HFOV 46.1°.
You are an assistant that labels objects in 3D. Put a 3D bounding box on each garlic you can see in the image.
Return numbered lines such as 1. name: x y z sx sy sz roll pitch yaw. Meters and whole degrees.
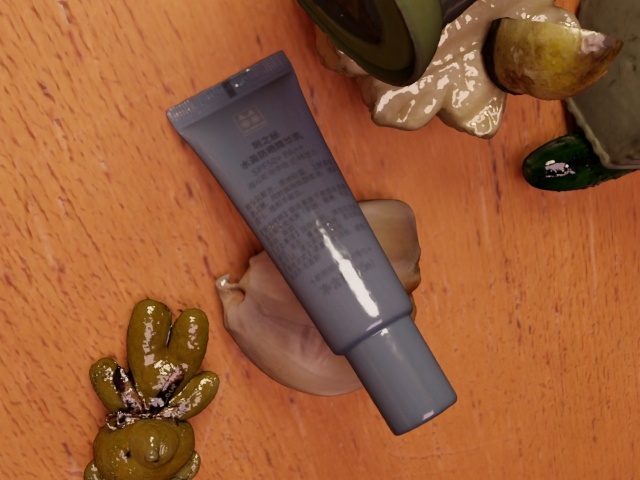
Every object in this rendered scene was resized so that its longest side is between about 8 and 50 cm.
1. garlic: 0.010 0.073 0.816 0.227 0.110 0.217 -12 114 -16

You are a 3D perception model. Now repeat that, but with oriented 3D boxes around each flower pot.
1. flower pot: 0.402 -0.192 0.806 0.189 0.209 0.239 -4 114 -17

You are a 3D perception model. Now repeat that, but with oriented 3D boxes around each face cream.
1. face cream: 0.000 0.000 0.718 0.135 0.086 0.385 -29 78 -8

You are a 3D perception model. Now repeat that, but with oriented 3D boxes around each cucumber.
1. cucumber: 0.342 -0.103 0.899 0.227 0.069 0.069 -15 112 -19

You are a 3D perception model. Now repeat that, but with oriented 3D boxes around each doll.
1. doll: -0.175 0.169 0.790 0.137 0.097 0.210 7 100 -15

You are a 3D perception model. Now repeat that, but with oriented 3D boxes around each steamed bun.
1. steamed bun: 0.107 -0.254 0.729 0.295 0.137 0.292 8 105 -15

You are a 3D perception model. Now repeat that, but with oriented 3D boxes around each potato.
1. potato: 0.206 -0.156 0.661 0.096 0.103 0.067 9 103 -16

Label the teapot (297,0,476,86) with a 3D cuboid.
1. teapot: 0.103 -0.317 0.557 0.337 0.200 0.270 -42 77 -5
